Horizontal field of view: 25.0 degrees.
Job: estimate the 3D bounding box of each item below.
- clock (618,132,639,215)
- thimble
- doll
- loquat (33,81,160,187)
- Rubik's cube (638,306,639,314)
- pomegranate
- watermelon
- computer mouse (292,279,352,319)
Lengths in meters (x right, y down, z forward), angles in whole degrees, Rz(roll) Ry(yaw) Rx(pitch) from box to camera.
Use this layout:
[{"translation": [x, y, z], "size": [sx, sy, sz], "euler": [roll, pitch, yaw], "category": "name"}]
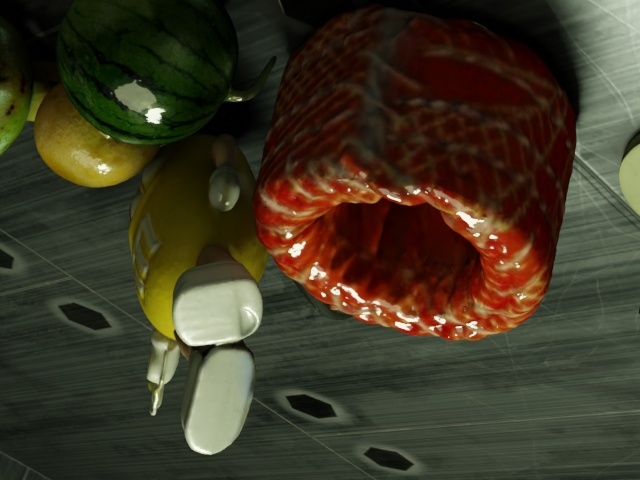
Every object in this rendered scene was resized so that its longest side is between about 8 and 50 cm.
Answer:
[{"translation": [0.437, -0.058, 1.538], "size": [0.235, 0.029, 0.235], "euler": [17, 152, 9], "category": "clock"}, {"translation": [0.098, -0.064, 1.524], "size": [0.350, 0.231, 0.350], "euler": [13, 153, 7], "category": "thimble"}, {"translation": [-0.137, 0.047, 1.636], "size": [0.161, 0.348, 0.423], "euler": [11, 179, -16], "category": "doll"}, {"translation": [-0.254, -0.130, 1.658], "size": [0.163, 0.137, 0.163], "euler": [-7, -175, 1], "category": "loquat"}, {"translation": [0.441, 0.064, 1.684], "size": [0.092, 0.092, 0.092], "euler": [-10, 141, 45], "category": "Rubik's cube"}, {"translation": [-0.393, -0.177, 1.672], "size": [0.241, 0.190, 0.159], "euler": [32, 143, -21], "category": "pomegranate"}, {"translation": [-0.170, -0.187, 1.512], "size": [0.214, 0.188, 0.188], "euler": [30, 152, -7], "category": "watermelon"}, {"translation": [0.000, 0.000, 1.809], "size": [0.088, 0.147, 0.264], "euler": [25, 161, 31], "category": "computer mouse"}]
